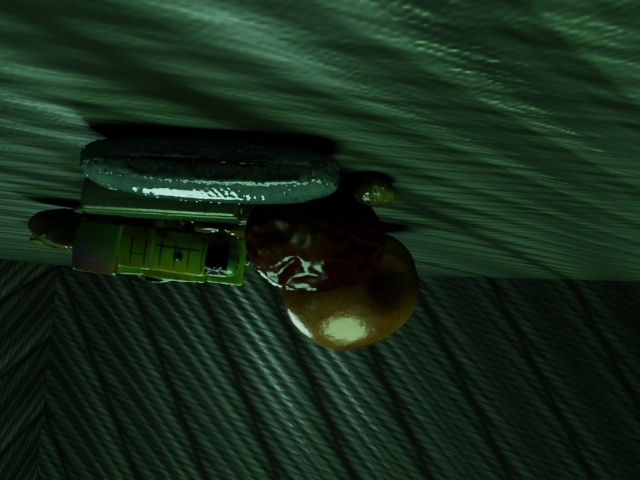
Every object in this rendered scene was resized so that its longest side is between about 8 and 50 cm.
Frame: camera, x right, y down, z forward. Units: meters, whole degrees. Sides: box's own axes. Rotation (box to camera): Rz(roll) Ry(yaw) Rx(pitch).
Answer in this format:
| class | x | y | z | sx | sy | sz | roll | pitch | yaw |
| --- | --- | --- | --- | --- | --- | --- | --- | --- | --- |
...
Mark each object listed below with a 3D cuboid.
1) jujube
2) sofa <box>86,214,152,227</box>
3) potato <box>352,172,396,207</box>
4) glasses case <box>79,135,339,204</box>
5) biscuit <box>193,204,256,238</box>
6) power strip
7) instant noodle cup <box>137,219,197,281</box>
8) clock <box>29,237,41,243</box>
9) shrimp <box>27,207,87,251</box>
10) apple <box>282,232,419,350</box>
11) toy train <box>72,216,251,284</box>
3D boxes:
| class | x | y | z | sx | sy | sz | roll | pitch | yaw |
| --- | --- | --- | --- | --- | --- | --- | --- | --- | --- |
| jujube | 0.000 | 0.000 | 0.721 | 0.174 | 0.174 | 0.250 | -2 | 170 | 27 |
| sofa | -0.390 | -0.042 | 0.930 | 0.117 | 0.060 | 0.039 | 2 | -179 | -2 |
| potato | 0.076 | -0.067 | 0.667 | 0.051 | 0.040 | 0.083 | 3 | 174 | 36 |
| glasses case | -0.119 | -0.077 | 0.538 | 0.282 | 0.067 | 0.109 | 1 | 176 | -4 |
| biscuit | -0.114 | -0.031 | 0.974 | 0.275 | 0.052 | 0.355 | 7 | 170 | -26 |
| power strip | -0.253 | -0.060 | 0.775 | 0.271 | 0.052 | 0.078 | 4 | 173 | -6 |
| instant noodle cup | -0.325 | 0.008 | 1.011 | 0.151 | 0.152 | 0.122 | 2 | -179 | 1 |
| clock | -0.674 | -0.006 | 1.330 | 0.236 | 0.057 | 0.237 | 4 | 174 | 0 |
| shrimp | -0.451 | -0.015 | 1.002 | 0.287 | 0.063 | 0.152 | 3 | -157 | -48 |
| apple | 0.074 | 0.108 | 1.119 | 0.298 | 0.299 | 0.275 | 7 | 162 | -37 |
| toy train | -0.271 | 0.021 | 0.844 | 0.295 | 0.101 | 0.160 | 7 | -177 | -6 |
